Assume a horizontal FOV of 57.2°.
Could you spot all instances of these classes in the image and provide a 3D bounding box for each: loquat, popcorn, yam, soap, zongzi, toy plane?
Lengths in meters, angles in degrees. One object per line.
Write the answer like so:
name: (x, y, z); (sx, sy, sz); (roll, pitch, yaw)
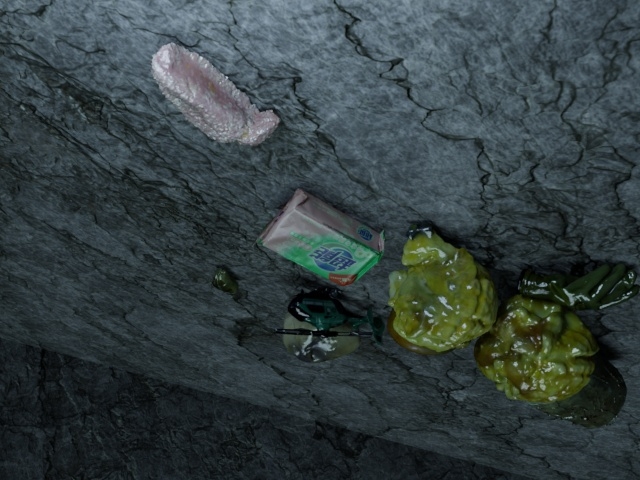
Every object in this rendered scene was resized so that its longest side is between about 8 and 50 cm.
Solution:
loquat: (0.306, 0.242, 1.680); (0.227, 0.179, 0.179); (10, 150, 18)
popcorn: (0.292, 0.144, 1.444); (0.292, 0.293, 0.237); (2, 167, 22)
popcorn: (0.546, 0.275, 1.469); (0.282, 0.282, 0.247); (-16, 170, 43)
yam: (0.704, 0.389, 1.680); (0.348, 0.241, 0.241); (30, 148, -28)
soap: (0.000, -0.002, 1.458); (0.273, 0.098, 0.218); (29, 132, -20)
zongzi: (-0.337, 0.124, 1.912); (0.119, 0.055, 0.109); (11, 149, 31)
toy plane: (0.040, 0.236, 1.823); (0.381, 0.155, 0.106); (11, 154, -27)

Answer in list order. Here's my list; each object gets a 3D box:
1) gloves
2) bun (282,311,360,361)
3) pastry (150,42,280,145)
gloves: (0.607, 0.113, 1.392); (0.268, 0.107, 0.135); (-5, 175, 28)
bun: (-0.006, 0.324, 1.973); (0.272, 0.168, 0.273); (9, 147, 6)
pastry: (-0.215, -0.271, 1.137); (0.265, 0.103, 0.112); (34, 153, -25)
